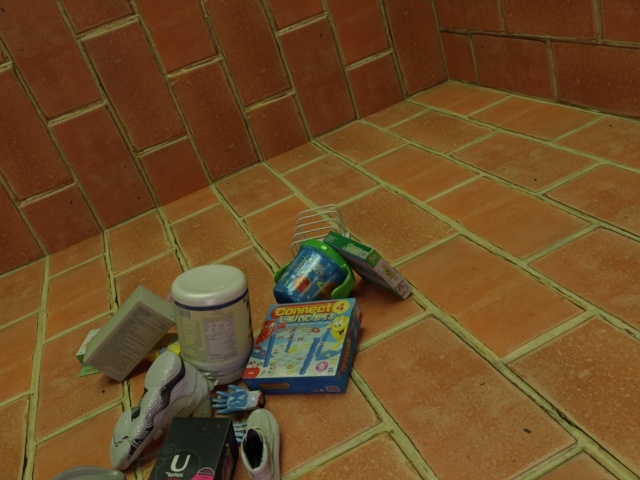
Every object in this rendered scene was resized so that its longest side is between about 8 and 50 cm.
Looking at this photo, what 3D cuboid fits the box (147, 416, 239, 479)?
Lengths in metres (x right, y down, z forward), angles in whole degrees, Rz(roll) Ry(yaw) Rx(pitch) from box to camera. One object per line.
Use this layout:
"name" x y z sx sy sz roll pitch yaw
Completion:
"box" -0.317 0.587 1.516 0.166 0.143 0.270 -2 32 8

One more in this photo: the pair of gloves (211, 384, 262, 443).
"pair of gloves" -0.252 0.503 1.731 0.160 0.023 0.198 -5 49 23

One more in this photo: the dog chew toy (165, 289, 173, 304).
"dog chew toy" -0.459 0.238 2.247 0.332 0.206 0.207 0 32 49

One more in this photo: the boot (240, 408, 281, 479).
"boot" -0.156 0.511 1.569 0.095 0.123 0.258 -17 36 -2

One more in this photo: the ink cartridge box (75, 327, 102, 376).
"ink cartridge box" -0.849 0.415 2.308 0.109 0.062 0.209 -13 28 11

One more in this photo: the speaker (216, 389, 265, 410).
"speaker" -0.236 0.476 1.801 0.136 0.055 0.055 -10 29 18

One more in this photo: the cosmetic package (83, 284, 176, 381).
"cosmetic package" -0.658 0.324 2.110 0.309 0.160 0.113 -46 26 10

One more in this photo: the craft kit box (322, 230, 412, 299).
"craft kit box" 0.158 0.082 2.064 0.061 0.246 0.250 -51 35 -10

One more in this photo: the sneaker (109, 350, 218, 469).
"sneaker" -0.450 0.519 1.788 0.137 0.210 0.365 24 84 54

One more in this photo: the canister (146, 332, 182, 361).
"canister" -0.516 0.380 2.144 0.170 0.073 0.126 -2 33 33

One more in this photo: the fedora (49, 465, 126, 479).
"fedora" -0.572 0.638 1.499 0.276 0.124 0.244 6 4 -38

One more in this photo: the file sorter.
"file sorter" 0.000 0.000 2.395 0.193 0.173 0.277 -13 27 11

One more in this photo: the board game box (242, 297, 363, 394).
"board game box" -0.048 0.324 1.876 0.309 0.086 0.301 -8 39 23

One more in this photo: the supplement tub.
"supplement tub" -0.333 0.263 1.917 0.236 0.324 0.235 -2 23 1

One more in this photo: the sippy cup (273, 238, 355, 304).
"sippy cup" -0.037 0.152 2.109 0.224 0.240 0.305 -46 -2 -24
